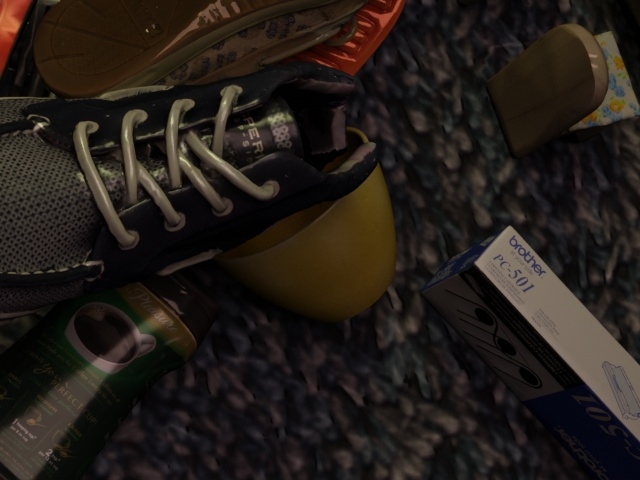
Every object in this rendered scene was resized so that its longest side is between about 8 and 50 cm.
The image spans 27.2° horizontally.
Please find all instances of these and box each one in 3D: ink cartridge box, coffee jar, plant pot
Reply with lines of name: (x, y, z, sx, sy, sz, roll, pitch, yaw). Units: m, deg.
ink cartridge box: (0.173, 0.088, 0.959, 0.207, 0.097, 0.046, 47, 66, -3)
coffee jar: (-0.153, 0.082, 0.854, 0.096, 0.079, 0.184, 41, 67, 2)
plant pot: (0.000, 0.000, 0.915, 0.134, 0.134, 0.095, -49, 119, -23)

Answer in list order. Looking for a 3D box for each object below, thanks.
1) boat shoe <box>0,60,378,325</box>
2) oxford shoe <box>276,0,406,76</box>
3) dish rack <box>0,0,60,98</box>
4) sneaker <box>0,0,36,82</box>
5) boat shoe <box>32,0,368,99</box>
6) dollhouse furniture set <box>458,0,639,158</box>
boat shoe: (-0.101, -0.042, 0.729, 0.340, 0.158, 0.127, -23, 93, -59)
oxford shoe: (0.017, -0.221, 0.975, 0.130, 0.133, 0.364, 31, 88, -2)
dish rack: (-0.249, -0.191, 0.895, 0.271, 0.074, 0.208, 16, 73, -16)
sneaker: (-0.254, -0.138, 0.795, 0.145, 0.090, 0.270, 24, 67, -15)
boat shoe: (-0.048, -0.162, 0.873, 0.285, 0.089, 0.105, -24, 66, -2)
dollhouse furniture set: (0.294, -0.311, 1.019, 0.362, 0.256, 0.394, -15, 82, -22)
